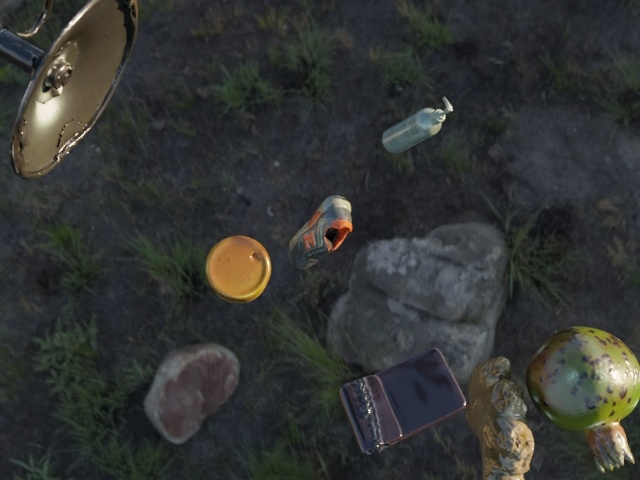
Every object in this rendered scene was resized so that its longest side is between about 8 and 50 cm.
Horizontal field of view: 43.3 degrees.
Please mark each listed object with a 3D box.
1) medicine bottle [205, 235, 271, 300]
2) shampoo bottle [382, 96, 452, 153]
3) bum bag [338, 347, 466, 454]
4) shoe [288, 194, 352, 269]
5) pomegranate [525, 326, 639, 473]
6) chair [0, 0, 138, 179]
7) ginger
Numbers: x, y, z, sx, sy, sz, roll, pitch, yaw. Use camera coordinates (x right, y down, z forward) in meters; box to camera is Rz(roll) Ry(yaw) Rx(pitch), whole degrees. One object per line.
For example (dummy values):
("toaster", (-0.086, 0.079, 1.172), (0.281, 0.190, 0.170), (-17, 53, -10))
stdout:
("medicine bottle", (-0.127, 0.048, 1.242), (0.096, 0.192, 0.096), (1, 85, -6))
("shampoo bottle", (0.190, -0.217, 1.538), (0.056, 0.195, 0.056), (6, 77, -27))
("bum bag", (0.110, 0.217, 1.106), (0.159, 0.026, 0.109), (-26, 52, 0))
("shoe", (-0.001, 0.001, 1.575), (0.074, 0.194, 0.077), (13, 41, -31))
("pomegranate", (0.373, 0.216, 1.123), (0.159, 0.159, 0.205), (-17, 67, -2))
("chair", (-0.418, -0.254, 0.827), (0.401, 0.226, 0.226), (29, 66, -1))
("ginger", (0.252, 0.265, 1.127), (0.074, 0.137, 0.213), (4, 38, 0))
